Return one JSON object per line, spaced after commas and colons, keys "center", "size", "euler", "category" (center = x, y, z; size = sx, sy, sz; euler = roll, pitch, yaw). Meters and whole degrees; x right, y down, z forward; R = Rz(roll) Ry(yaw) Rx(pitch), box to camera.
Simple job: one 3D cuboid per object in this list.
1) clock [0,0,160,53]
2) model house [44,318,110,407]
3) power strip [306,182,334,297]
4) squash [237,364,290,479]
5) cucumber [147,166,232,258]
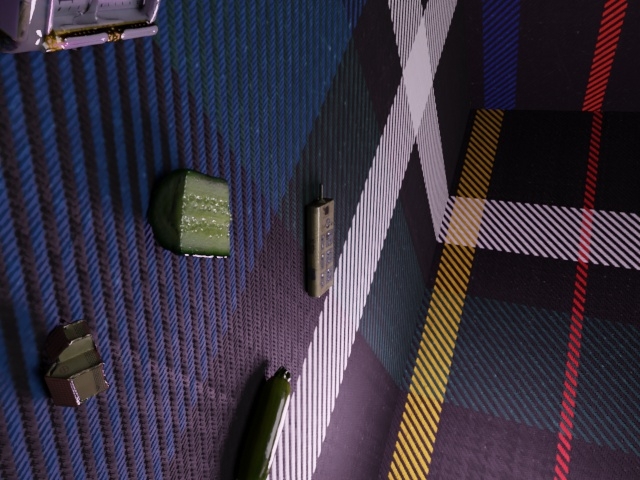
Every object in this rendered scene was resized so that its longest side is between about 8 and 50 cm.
{"center": [-0.200, -0.288, 0.402], "size": [0.253, 0.083, 0.186], "euler": [-52, 176, 39], "category": "clock"}
{"center": [-0.276, 0.139, 0.515], "size": [0.058, 0.057, 0.083], "euler": [-23, 142, -32], "category": "model house"}
{"center": [0.000, 0.000, 1.071], "size": [0.092, 0.034, 0.268], "euler": [-32, 126, -58], "category": "power strip"}
{"center": [-0.109, 0.379, 0.924], "size": [0.069, 0.069, 0.258], "euler": [45, 57, -60], "category": "squash"}
{"center": [-0.177, -0.034, 0.650], "size": [0.115, 0.062, 0.117], "euler": [8, 83, -67], "category": "cucumber"}
